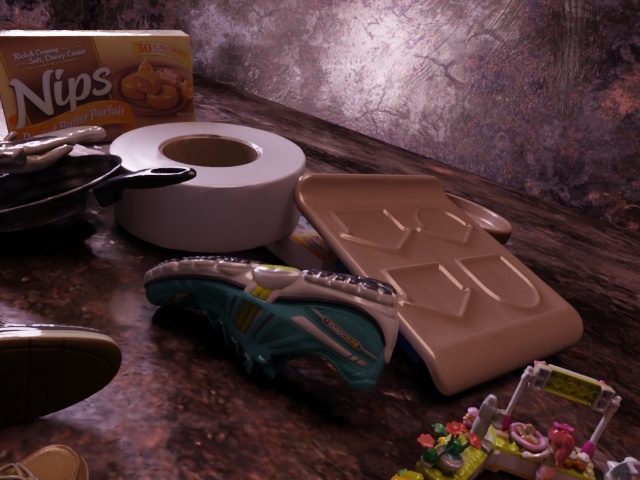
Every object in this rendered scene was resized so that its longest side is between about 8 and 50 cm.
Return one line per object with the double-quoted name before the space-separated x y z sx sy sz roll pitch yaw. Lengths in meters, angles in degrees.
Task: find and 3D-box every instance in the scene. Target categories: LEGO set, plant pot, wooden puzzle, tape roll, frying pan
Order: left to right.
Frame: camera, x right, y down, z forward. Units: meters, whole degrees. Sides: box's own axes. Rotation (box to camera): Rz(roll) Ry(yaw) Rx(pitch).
"frying pan" -0.272 -0.069 0.621 0.325 0.053 0.197 -6 26 7
"tape roll" -0.165 -0.092 0.789 0.286 0.100 0.286 5 27 -3
"wooden puzzle" 0.157 0.042 0.736 0.322 0.081 0.348 -5 47 -38
"plant pot" 0.241 -0.020 1.020 0.237 0.110 0.237 16 18 -5
"LEGO set" 0.166 0.169 0.435 0.286 0.107 0.132 11 20 -19

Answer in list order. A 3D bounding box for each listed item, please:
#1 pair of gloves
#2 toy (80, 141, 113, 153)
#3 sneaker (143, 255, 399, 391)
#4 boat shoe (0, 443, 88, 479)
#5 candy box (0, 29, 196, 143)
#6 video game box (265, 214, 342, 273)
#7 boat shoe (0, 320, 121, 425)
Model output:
"pair of gloves" -0.438 -0.115 0.699 0.239 0.042 0.204 -3 20 8
"toy" -0.339 -0.183 1.019 0.136 0.056 0.237 18 31 28
"sneaker" -0.063 0.074 0.504 0.275 0.110 0.107 7 -4 25
"boat shoe" -0.169 0.155 0.267 0.056 0.048 0.153 20 19 5
"candy box" -0.390 -0.274 0.929 0.316 0.183 0.087 -9 28 -21
"video game box" 0.000 0.000 0.850 0.187 0.048 0.205 -6 30 -43
"boat shoe" -0.254 0.082 0.348 0.223 0.080 0.073 -4 33 -37
